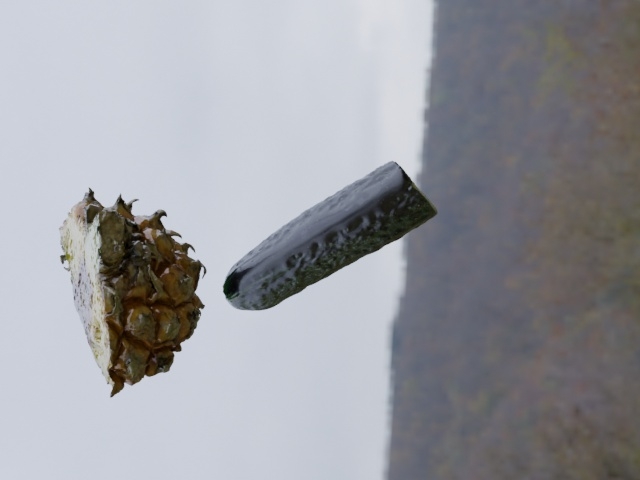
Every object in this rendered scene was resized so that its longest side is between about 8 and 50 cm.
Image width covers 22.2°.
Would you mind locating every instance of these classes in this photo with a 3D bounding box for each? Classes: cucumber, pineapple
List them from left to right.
[{"bbox_3d":[-0.184,0.014,1.690,0.250,0.139,0.164,-119,29,-49],"label":"pineapple"},{"bbox_3d":[0.000,0.001,1.659,0.074,0.241,0.074,54,-165,-22],"label":"cucumber"}]
